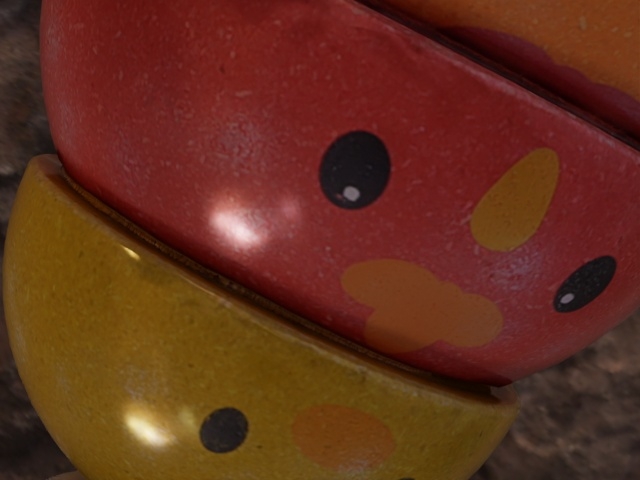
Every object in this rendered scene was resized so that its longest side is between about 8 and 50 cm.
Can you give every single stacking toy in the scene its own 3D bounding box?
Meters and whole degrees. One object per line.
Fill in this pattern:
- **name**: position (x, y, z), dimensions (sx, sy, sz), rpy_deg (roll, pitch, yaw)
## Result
- **stacking toy**: position (0.000, 0.000, 0.536), dimensions (0.350, 0.350, 0.480), rpy_deg (20, -82, -34)
